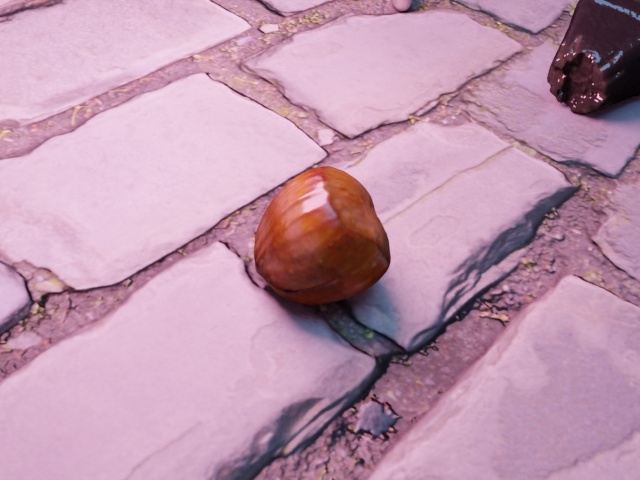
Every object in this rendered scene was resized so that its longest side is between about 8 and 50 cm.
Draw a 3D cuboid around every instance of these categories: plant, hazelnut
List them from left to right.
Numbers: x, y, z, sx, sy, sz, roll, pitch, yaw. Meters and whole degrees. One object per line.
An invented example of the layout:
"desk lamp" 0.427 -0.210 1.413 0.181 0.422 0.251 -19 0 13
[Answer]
"hazelnut" 0.000 0.000 0.898 0.150 0.150 0.150 5 44 -5
"plant" 0.457 -0.303 1.274 0.164 0.142 0.256 34 60 24

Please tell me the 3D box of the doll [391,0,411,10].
"doll" 0.132 -0.472 1.451 0.161 0.059 0.160 16 45 8
